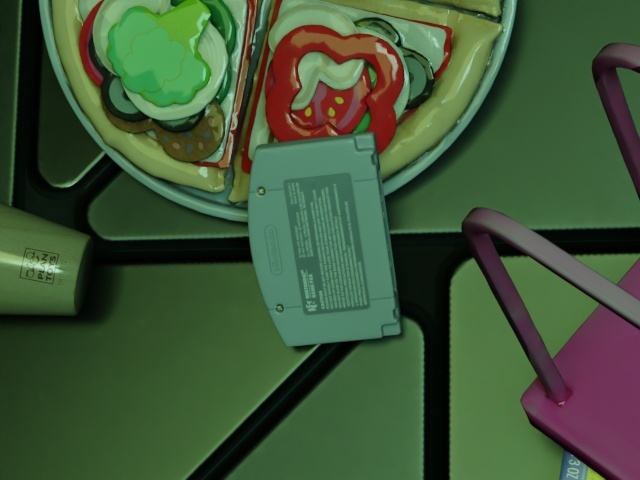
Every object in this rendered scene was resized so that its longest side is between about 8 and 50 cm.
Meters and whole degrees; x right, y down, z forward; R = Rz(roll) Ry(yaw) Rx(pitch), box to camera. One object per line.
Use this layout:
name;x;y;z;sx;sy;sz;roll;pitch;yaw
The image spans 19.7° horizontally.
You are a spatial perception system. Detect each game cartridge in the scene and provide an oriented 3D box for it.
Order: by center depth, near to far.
game cartridge;0.000;0.000;0.730;0.056;0.017;0.083;-6;105;6

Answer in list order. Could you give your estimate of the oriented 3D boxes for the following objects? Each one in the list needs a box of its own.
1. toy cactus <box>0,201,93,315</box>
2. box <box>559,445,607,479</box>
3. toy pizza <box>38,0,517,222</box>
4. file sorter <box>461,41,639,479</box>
toy cactus;-0.184;-0.007;0.748;0.180;0.112;0.219;10;72;2
box;0.171;0.136;0.674;0.179;0.043;0.105;8;80;10
toy pizza;-0.021;-0.107;0.743;0.201;0.032;0.201;0;91;11
file sorter;0.214;-0.030;0.583;0.202;0.182;0.291;36;79;32
